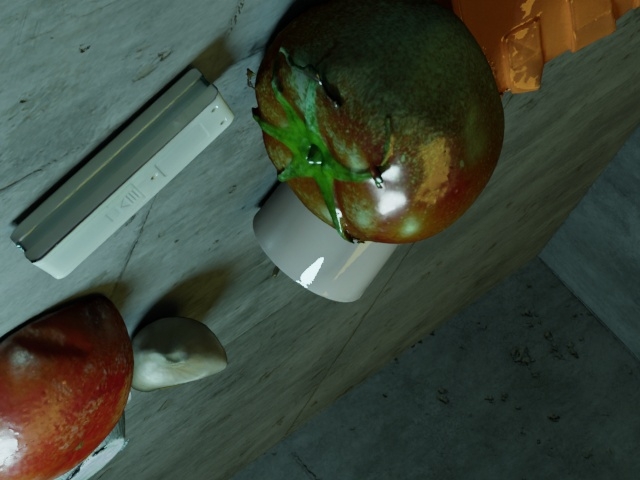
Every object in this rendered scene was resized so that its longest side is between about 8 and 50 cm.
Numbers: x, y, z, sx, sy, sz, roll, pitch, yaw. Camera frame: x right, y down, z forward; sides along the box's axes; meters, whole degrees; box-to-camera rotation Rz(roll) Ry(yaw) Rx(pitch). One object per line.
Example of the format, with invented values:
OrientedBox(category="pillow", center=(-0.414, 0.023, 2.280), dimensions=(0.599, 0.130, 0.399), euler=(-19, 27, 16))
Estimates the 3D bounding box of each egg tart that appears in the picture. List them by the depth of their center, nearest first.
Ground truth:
OrientedBox(category="egg tart", center=(-0.367, 0.308, 2.611), dimensions=(0.234, 0.094, 0.234), euler=(-41, 169, -10))

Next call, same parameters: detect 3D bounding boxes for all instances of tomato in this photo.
OrientedBox(category="tomato", center=(0.073, -0.154, 2.013), dimensions=(0.239, 0.303, 0.303), euler=(-34, 164, -25))
OrientedBox(category="tomato", center=(-0.364, 0.228, 2.274), dimensions=(0.338, 0.143, 0.338), euler=(-42, 167, -12))

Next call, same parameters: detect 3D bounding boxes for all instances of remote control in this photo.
OrientedBox(category="remote control", center=(-0.219, -0.074, 1.928), dimensions=(0.277, 0.055, 0.103), euler=(-43, 167, -3))

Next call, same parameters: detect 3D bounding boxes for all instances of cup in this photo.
OrientedBox(category="cup", center=(0.058, -0.046, 2.470), dimensions=(0.253, 0.191, 0.200), euler=(9, 127, -48))

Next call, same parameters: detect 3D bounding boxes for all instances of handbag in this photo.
OrientedBox(category="handbag", center=(0.302, -0.365, 2.130), dimensions=(0.410, 0.116, 0.303), euler=(-34, 141, -14))

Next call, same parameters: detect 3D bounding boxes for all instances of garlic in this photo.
OrientedBox(category="garlic", center=(-0.220, 0.176, 2.582), dimensions=(0.143, 0.112, 0.318), euler=(-15, 165, -14))

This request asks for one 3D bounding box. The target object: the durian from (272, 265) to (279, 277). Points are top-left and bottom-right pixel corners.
OrientedBox(category="durian", center=(0.000, 0.000, 2.698), dimensions=(0.188, 0.091, 0.148), euler=(-42, 168, -7))
